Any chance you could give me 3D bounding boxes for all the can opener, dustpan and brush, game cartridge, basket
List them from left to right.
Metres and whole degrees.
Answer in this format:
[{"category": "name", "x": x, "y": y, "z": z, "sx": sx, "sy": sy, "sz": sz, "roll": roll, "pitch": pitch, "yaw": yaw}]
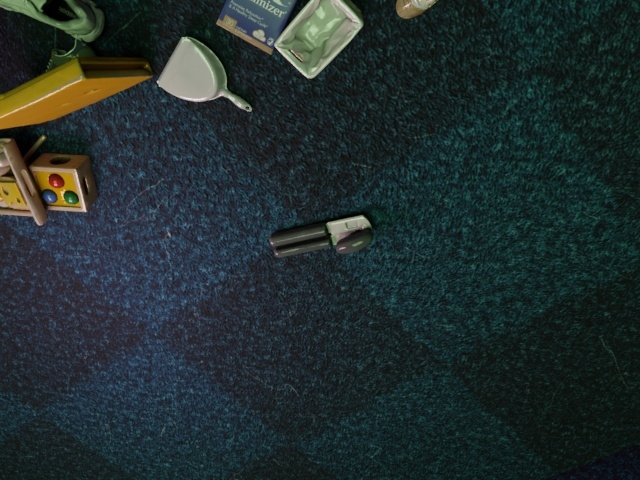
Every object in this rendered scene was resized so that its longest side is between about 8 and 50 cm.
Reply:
[{"category": "game cartridge", "x": -0.573, "y": -0.323, "z": 1.303, "sx": 0.324, "sy": 0.285, "sz": 0.052, "roll": -16, "pitch": 102, "yaw": 17}, {"category": "dustpan and brush", "x": -0.253, "y": -0.361, "z": 1.380, "sx": 0.211, "sy": 0.060, "sz": 0.147, "roll": 37, "pitch": 122, "yaw": -9}, {"category": "can opener", "x": 0.000, "y": 0.000, "z": 1.560, "sx": 0.284, "sy": 0.095, "sz": 0.075, "roll": -12, "pitch": 121, "yaw": 15}, {"category": "basket", "x": 0.000, "y": -0.448, "z": 1.253, "sx": 0.113, "sy": 0.103, "sz": 0.167, "roll": 40, "pitch": 119, "yaw": -18}]

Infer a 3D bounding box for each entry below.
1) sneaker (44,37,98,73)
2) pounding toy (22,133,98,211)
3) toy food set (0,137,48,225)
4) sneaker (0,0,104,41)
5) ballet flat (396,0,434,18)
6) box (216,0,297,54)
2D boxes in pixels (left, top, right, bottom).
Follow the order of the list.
[{"category": "sneaker", "x": -0.604, "y": -0.406, "z": 1.387, "sx": 0.192, "sy": 0.064, "sz": 0.086, "roll": -21, "pitch": 111, "yaw": 20}, {"category": "pounding toy", "x": -0.709, "y": -0.174, "z": 1.532, "sx": 0.206, "sy": 0.094, "sz": 0.181, "roll": 4, "pitch": 124, "yaw": 4}, {"category": "toy food set", "x": -0.855, "y": -0.143, "z": 1.523, "sx": 0.306, "sy": 0.092, "sz": 0.219, "roll": 4, "pitch": 122, "yaw": 28}, {"category": "sneaker", "x": -0.615, "y": -0.523, "z": 1.260, "sx": 0.292, "sy": 0.118, "sz": 0.110, "roll": 21, "pitch": 104, "yaw": -9}, {"category": "ballet flat", "x": 0.236, "y": -0.524, "z": 1.194, "sx": 0.206, "sy": 0.067, "sz": 0.073, "roll": -37, "pitch": 112, "yaw": 27}, {"category": "box", "x": -0.115, "y": -0.528, "z": 1.255, "sx": 0.137, "sy": 0.036, "sz": 0.225, "roll": 27, "pitch": 122, "yaw": -11}]
